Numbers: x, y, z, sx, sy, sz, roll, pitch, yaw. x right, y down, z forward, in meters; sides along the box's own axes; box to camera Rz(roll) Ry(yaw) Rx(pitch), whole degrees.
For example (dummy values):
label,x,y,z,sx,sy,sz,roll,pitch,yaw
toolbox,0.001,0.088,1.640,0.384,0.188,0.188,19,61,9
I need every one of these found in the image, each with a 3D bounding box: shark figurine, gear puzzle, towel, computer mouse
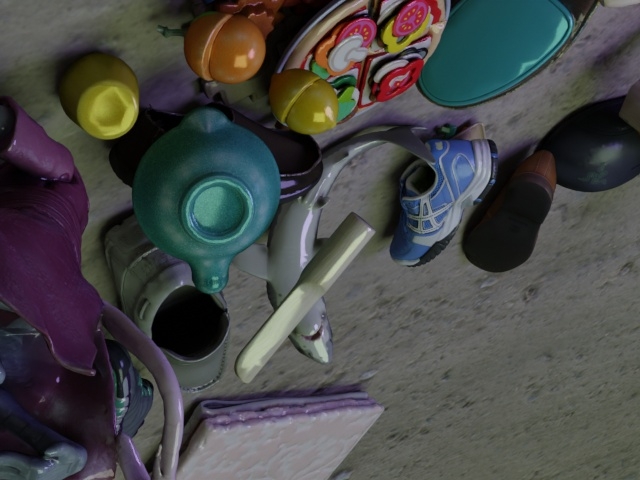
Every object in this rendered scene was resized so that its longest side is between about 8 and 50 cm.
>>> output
label,x,y,z,sx,sy,sz,roll,pitch,yaw
shark figurine,-0.004,-0.029,1.737,0.278,0.166,0.116,-63,-177,-3
gear puzzle,-0.030,-0.186,1.497,0.175,0.044,0.339,-30,151,-9
towel,-0.112,0.316,2.145,0.332,0.053,0.317,1,134,-48
computer mouse,0.390,-0.128,1.994,0.272,0.072,0.188,-23,150,-21

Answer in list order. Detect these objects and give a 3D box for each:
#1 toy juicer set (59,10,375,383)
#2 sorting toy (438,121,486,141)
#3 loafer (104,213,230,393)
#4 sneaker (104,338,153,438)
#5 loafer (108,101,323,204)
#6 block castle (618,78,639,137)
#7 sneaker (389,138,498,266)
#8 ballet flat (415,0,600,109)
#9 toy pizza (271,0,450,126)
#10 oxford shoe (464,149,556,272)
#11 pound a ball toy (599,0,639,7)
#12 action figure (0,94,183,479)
label,x,y,z,sx,sy,sz,roll,pitch,yaw
toy juicer set,-0.067,-0.059,1.461,0.209,0.089,0.329,-32,115,-2
sorting toy,0.154,-0.113,1.830,0.062,0.012,0.083,-28,154,-3
loafer,-0.148,0.088,1.708,0.112,0.111,0.319,-31,151,-8
sneaker,-0.223,0.158,1.796,0.098,0.083,0.223,-42,163,-35
loafer,-0.085,-0.085,1.536,0.220,0.080,0.078,-2,134,-34
block castle,0.582,-0.193,1.888,0.453,0.213,0.303,-47,150,-1
sneaker,0.119,-0.048,1.842,0.081,0.080,0.211,10,138,-20
ballet flat,0.227,-0.262,1.596,0.123,0.123,0.348,3,139,-48
toy pizza,0.043,-0.169,1.532,0.201,0.032,0.201,-29,154,-15
oxford shoe,0.238,-0.032,1.989,0.076,0.076,0.212,-65,-177,-37
pound a ball toy,0.126,-0.315,1.186,0.136,0.319,0.208,-32,151,-5
action figure,-0.226,0.003,1.285,0.276,0.370,0.248,10,123,-9
